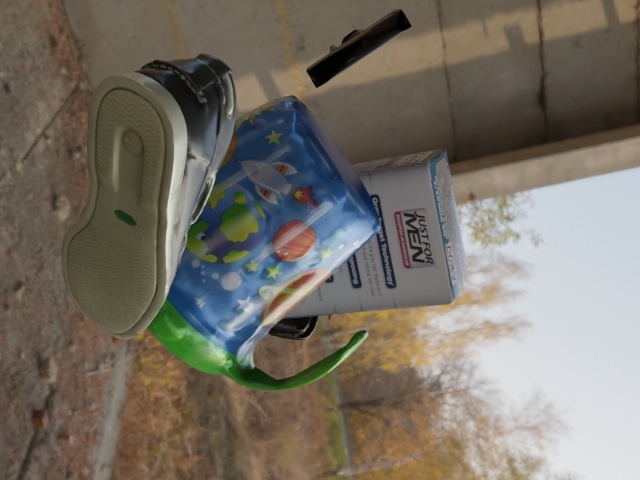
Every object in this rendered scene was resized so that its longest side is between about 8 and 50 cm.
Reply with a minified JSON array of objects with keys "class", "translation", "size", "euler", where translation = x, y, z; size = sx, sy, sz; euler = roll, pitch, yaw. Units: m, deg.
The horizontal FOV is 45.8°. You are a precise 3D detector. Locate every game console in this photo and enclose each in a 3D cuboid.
[{"class":"game console","translation":[0.070,-0.399,1.553],"size":[0.044,0.213,0.361],"euler":[56,9,-15]}]

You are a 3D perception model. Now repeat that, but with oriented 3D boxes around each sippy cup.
[{"class":"sippy cup","translation":[-0.071,-0.021,0.769],"size":[0.305,0.224,0.240],"euler":[50,11,-27]}]

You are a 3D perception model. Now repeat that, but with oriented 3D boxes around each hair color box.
[{"class":"hair color box","translation":[0.000,0.000,0.976],"size":[0.105,0.347,0.174],"euler":[-37,118,-63]}]

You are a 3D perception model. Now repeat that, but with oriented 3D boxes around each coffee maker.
[{"class":"coffee maker","translation":[-0.050,0.097,1.250],"size":[0.178,0.171,0.120],"euler":[177,-98,-78]}]

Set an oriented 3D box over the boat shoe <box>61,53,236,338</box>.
[{"class":"boat shoe","translation":[-0.112,-0.018,0.498],"size":[0.079,0.084,0.233],"euler":[-48,170,-48]}]
